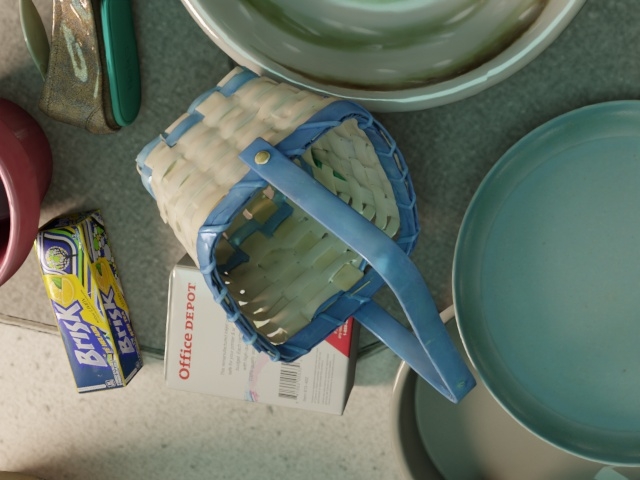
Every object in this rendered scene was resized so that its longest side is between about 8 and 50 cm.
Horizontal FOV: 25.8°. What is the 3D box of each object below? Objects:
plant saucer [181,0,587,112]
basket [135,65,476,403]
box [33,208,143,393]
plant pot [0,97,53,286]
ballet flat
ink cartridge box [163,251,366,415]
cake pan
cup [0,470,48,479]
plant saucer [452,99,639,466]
[{"bbox_3d":[0.053,-0.311,1.174,0.400,0.100,0.400,3,107,9],"label":"plant saucer"},{"bbox_3d":[0.000,0.000,1.152,0.201,0.255,0.289,-40,58,-8],"label":"basket"},{"bbox_3d":[-0.226,0.060,1.360,0.054,0.059,0.169,-10,105,15],"label":"box"},{"bbox_3d":[-0.338,-0.053,1.281,0.201,0.180,0.201,3,108,9],"label":"plant pot"},{"bbox_3d":[-0.221,-0.249,1.244,0.106,0.107,0.316,8,107,15],"label":"ballet flat"},{"bbox_3d":[-0.053,0.083,1.329,0.175,0.072,0.127,8,108,8],"label":"ink cartridge box"},{"bbox_3d":[0.212,0.167,1.318,0.293,0.054,0.293,3,107,9],"label":"cake pan"},{"bbox_3d":[-0.330,0.358,1.378,0.331,0.237,0.331,3,108,9],"label":"cup"},{"bbox_3d":[0.273,0.037,1.224,0.317,0.044,0.317,0,87,1],"label":"plant saucer"}]
